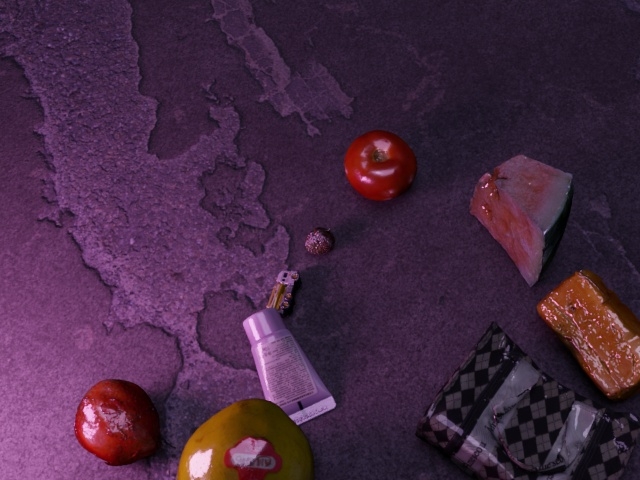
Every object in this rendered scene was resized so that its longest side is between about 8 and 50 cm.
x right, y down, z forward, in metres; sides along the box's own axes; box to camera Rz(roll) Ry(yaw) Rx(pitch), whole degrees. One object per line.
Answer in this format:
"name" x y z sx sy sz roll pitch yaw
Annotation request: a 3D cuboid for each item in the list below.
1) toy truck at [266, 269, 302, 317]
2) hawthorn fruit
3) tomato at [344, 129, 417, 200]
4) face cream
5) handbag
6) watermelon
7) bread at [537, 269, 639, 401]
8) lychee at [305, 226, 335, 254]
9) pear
"toy truck" -0.090 0.133 2.050 0.062 0.052 0.123 9 62 16
"hawthorn fruit" -0.426 0.409 1.840 0.235 0.181 0.181 22 63 14
"tomato" 0.156 -0.191 2.176 0.195 0.136 0.195 -1 62 2
"face cream" -0.086 0.294 1.943 0.154 0.096 0.274 -22 73 -12
"handbag" 0.456 0.406 1.791 0.416 0.180 0.317 35 63 15
"watermelon" 0.506 -0.068 2.013 0.151 0.264 0.302 -25 58 -12
"bread" 0.638 0.212 1.891 0.166 0.132 0.294 -39 63 9
"lychee" 0.000 0.000 2.112 0.083 0.068 0.067 -39 66 10
"pear" -0.151 0.517 1.710 0.287 0.287 0.376 -4 76 2
